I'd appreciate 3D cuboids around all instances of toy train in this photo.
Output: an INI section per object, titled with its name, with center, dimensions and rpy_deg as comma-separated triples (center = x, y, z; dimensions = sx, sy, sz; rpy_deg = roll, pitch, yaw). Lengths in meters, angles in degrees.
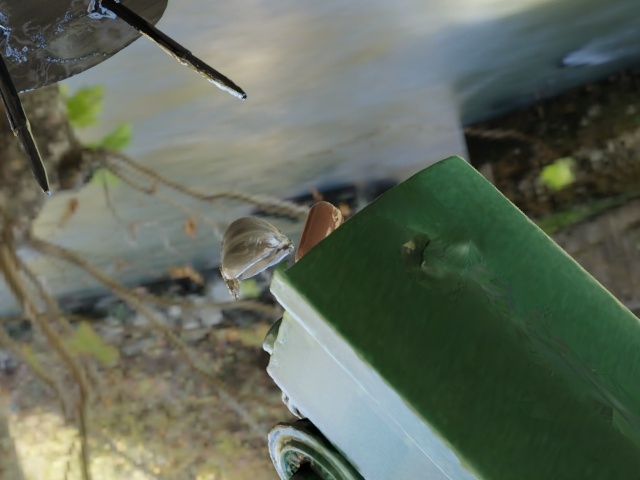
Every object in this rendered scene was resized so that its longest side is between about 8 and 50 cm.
[toy train]
center = 0.094, 0.114, 0.571
dimensions = 0.120, 0.301, 0.202
rpy_deg = -36, 160, -28

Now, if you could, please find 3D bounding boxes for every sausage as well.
[sausage]
center = 0.000, 0.000, 1.050
dimensions = 0.034, 0.034, 0.083
rpy_deg = -15, -150, 19

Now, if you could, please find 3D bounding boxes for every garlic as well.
[garlic]
center = -0.084, 0.010, 1.551
dimensions = 0.094, 0.074, 0.113
rpy_deg = -30, -162, 8

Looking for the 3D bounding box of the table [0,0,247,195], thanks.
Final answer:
[table]
center = -0.268, -0.240, 1.452
dimensions = 0.317, 0.249, 0.317
rpy_deg = -25, 141, -22
